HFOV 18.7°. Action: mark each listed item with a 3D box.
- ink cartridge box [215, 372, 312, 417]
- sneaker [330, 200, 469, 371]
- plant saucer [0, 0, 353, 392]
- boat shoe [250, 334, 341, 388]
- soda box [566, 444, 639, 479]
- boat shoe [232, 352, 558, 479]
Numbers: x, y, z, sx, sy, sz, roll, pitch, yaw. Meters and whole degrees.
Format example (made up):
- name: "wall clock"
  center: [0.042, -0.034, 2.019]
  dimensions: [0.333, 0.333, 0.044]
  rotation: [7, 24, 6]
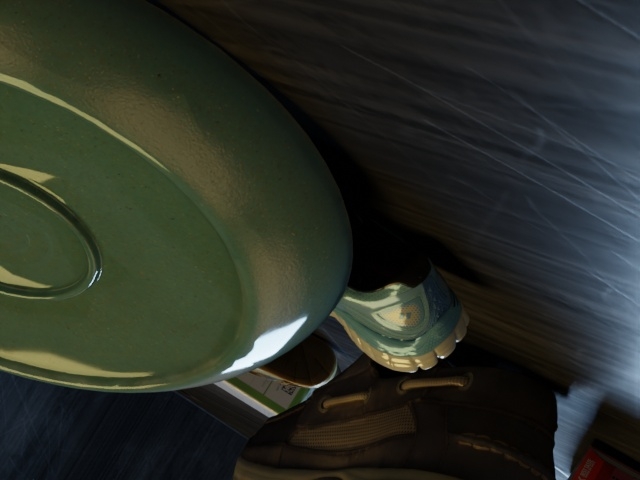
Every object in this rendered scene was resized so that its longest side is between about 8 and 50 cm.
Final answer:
- name: "ink cartridge box"
  center: [-0.100, 0.084, 1.704]
  dimensions: [0.209, 0.062, 0.109]
  rotation: [31, 172, 4]
- name: "sneaker"
  center: [0.000, 0.000, 0.947]
  dimensions: [0.162, 0.063, 0.073]
  rotation: [22, 149, 30]
- name: "plant saucer"
  center: [-0.143, -0.017, 0.884]
  dimensions: [0.317, 0.044, 0.317]
  rotation: [14, 147, 10]
- name: "boat shoe"
  center: [-0.051, 0.085, 1.562]
  dimensions: [0.152, 0.056, 0.049]
  rotation: [27, 165, 26]
- name: "soda box"
  center: [0.187, 0.207, 1.304]
  dimensions: [0.083, 0.092, 0.263]
  rotation: [29, 171, 9]
- name: "boat shoe"
  center: [0.057, 0.136, 1.241]
  dimensions: [0.132, 0.130, 0.355]
  rotation: [31, 166, -21]
